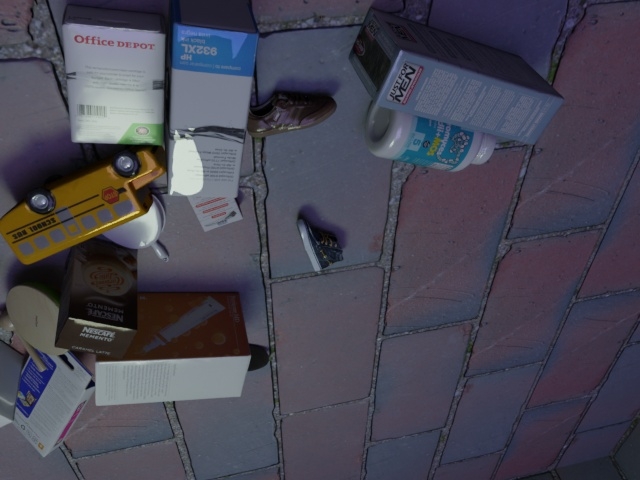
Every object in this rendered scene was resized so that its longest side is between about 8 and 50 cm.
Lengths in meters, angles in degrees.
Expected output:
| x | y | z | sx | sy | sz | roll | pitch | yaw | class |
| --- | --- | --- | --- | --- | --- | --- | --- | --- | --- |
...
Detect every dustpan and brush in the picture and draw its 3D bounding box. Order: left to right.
| x | y | z | sx | sy | sz | roll | pitch | yaw | class |
| --- | --- | --- | --- | --- | --- | --- | --- | --- | --- |
| -0.391 | -0.014 | 1.286 | 0.147 | 0.060 | 0.211 | -21 | 127 | 3 | dustpan and brush |

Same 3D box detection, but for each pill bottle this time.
| x | y | z | sx | sy | sz | roll | pitch | yaw | class |
| --- | --- | --- | --- | --- | --- | --- | --- | --- | --- |
| 0.237 | -0.227 | 1.223 | 0.264 | 0.146 | 0.146 | 7 | 129 | -24 | pill bottle |

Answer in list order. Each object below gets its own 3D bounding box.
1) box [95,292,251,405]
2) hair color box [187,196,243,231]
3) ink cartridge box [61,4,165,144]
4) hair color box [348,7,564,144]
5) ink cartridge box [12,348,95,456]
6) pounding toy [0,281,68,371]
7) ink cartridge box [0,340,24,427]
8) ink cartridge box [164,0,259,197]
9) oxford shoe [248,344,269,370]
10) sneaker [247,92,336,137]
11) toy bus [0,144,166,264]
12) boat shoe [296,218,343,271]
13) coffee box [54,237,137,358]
| x | y | z | sx | sy | sz | roll | pitch | yaw | class |
| --- | --- | --- | --- | --- | --- | --- | --- | --- | --- |
| -0.366 | 0.260 | 1.424 | 0.345 | 0.215 | 0.168 | 2 | 130 | -20 | box |
| -0.238 | -0.105 | 1.245 | 0.093 | 0.053 | 0.167 | -19 | 133 | -2 | hair color box |
| -0.356 | -0.283 | 1.014 | 0.160 | 0.093 | 0.219 | 0 | 131 | -18 | ink cartridge box |
| 0.261 | -0.313 | 1.124 | 0.374 | 0.185 | 0.114 | 8 | 129 | -24 | hair color box |
| -0.680 | 0.379 | 1.468 | 0.371 | 0.176 | 0.069 | -53 | 170 | 30 | ink cartridge box |
| -0.615 | 0.168 | 1.327 | 0.183 | 0.110 | 0.237 | 49 | 125 | -4 | pounding toy |
| -0.884 | 0.355 | 1.355 | 0.270 | 0.197 | 0.198 | -25 | 133 | 6 | ink cartridge box |
| -0.199 | -0.259 | 0.997 | 0.129 | 0.223 | 0.307 | 0 | 131 | -17 | ink cartridge box |
| -0.254 | 0.342 | 1.654 | 0.212 | 0.076 | 0.076 | 0 | 161 | -21 | oxford shoe |
| -0.061 | -0.261 | 1.150 | 0.188 | 0.066 | 0.071 | -18 | 133 | -2 | sneaker |
| -0.450 | -0.081 | 1.132 | 0.332 | 0.108 | 0.130 | -23 | 112 | 3 | toy bus |
| 0.000 | 0.000 | 1.417 | 0.083 | 0.065 | 0.183 | -22 | 141 | 0 | boat shoe |
| -0.471 | 0.116 | 1.236 | 0.141 | 0.246 | 0.098 | 18 | 124 | -31 | coffee box |
